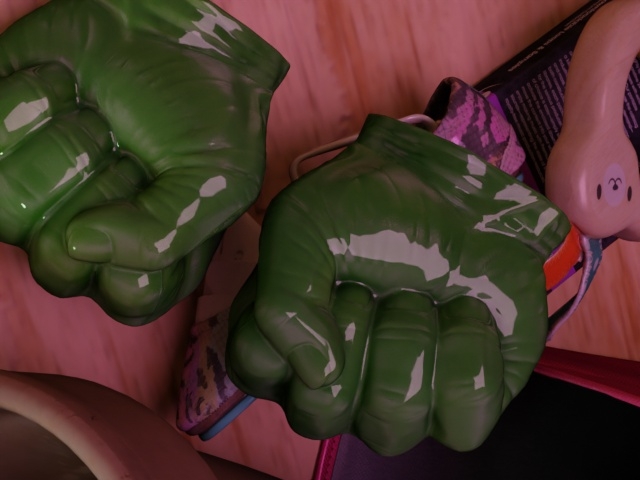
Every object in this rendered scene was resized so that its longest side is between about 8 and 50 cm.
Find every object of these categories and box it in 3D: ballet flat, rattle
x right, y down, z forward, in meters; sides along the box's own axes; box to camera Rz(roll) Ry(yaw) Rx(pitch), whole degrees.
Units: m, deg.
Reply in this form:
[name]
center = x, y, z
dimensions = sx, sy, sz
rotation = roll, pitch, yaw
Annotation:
[ballet flat]
center = 0.000, 0.000, 0.949
dimensions = 0.221, 0.077, 0.079
rotation = -39, 99, -12
[rattle]
center = 0.181, -0.033, 0.958
dimensions = 0.200, 0.143, 0.130
rotation = -54, 147, -36

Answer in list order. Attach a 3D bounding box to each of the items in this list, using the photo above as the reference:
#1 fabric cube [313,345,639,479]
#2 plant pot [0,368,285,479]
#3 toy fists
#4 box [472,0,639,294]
[fabric cube]
center = 0.160, 0.194, 0.977
dimensions = 0.258, 0.259, 0.254
rotation = 11, 94, -34
[plant pot]
center = -0.077, 0.190, 0.863
dimensions = 0.229, 0.263, 0.263
rotation = 9, 96, -51
[toy fists]
center = -0.029, -0.008, 0.864
dimensions = 0.279, 0.096, 0.142
rotation = 29, 82, -3
[box]
center = 0.147, -0.061, 1.049
dimensions = 0.162, 0.029, 0.116
rotation = -36, 115, -19
